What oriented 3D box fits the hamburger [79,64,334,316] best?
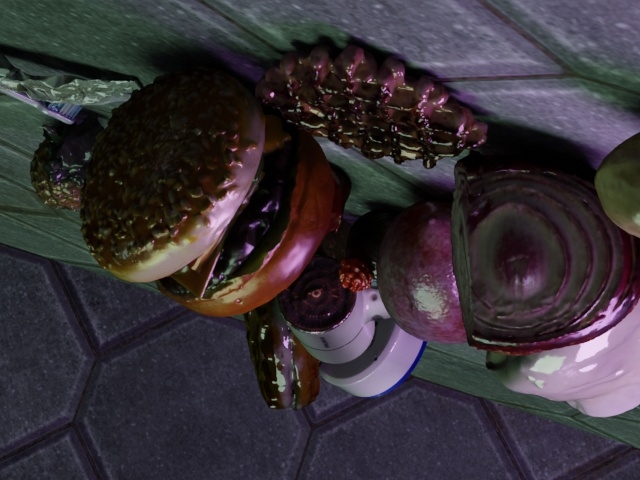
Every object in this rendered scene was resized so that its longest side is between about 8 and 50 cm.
[{"bbox_3d":[-0.139,-0.062,1.489,0.291,0.291,0.225,6,159,48],"label":"hamburger"}]

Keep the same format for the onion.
[{"bbox_3d":[0.245,0.015,1.407,0.206,0.216,0.206,2,180,4],"label":"onion"}]

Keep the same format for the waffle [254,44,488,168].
[{"bbox_3d":[0.048,-0.139,1.355,0.221,0.056,0.234,26,162,-27],"label":"waffle"}]

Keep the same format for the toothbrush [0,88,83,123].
[{"bbox_3d":[-0.488,-0.247,1.734,0.386,0.040,0.040,26,167,-34],"label":"toothbrush"}]

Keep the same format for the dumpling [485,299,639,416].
[{"bbox_3d":[0.344,0.126,1.625,0.242,0.187,0.318,33,137,-5],"label":"dumpling"}]

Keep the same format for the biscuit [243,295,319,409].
[{"bbox_3d":[-0.077,0.146,2.332,0.103,0.332,0.332,-10,172,-9],"label":"biscuit"}]

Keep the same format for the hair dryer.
[{"bbox_3d":[0.126,0.089,2.006,0.361,0.128,0.203,-10,159,7],"label":"hair dryer"}]

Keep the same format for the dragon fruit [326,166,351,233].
[{"bbox_3d":[-0.070,-0.059,1.758,0.261,0.163,0.189,24,140,-26],"label":"dragon fruit"}]

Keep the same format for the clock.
[{"bbox_3d":[0.087,0.159,2.298,0.083,0.231,0.230,32,163,-37],"label":"clock"}]

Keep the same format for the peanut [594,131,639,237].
[{"bbox_3d":[0.356,-0.032,1.184,0.224,0.129,0.129,28,167,-12],"label":"peanut"}]

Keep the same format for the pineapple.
[{"bbox_3d":[-0.378,-0.127,1.972,0.128,0.128,0.248,20,163,-9],"label":"pineapple"}]

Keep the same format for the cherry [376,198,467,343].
[{"bbox_3d":[0.158,0.032,1.701,0.175,0.192,0.250,-10,153,5],"label":"cherry"}]

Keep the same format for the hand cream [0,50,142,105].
[{"bbox_3d":[-0.349,-0.210,1.683,0.256,0.050,0.084,13,165,11],"label":"hand cream"}]

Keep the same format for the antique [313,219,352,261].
[{"bbox_3d":[0.000,0.000,2.056,0.081,0.080,0.221,13,169,33],"label":"antique"}]

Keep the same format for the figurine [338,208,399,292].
[{"bbox_3d":[0.147,0.042,1.875,0.245,0.138,0.110,19,127,-13],"label":"figurine"}]
